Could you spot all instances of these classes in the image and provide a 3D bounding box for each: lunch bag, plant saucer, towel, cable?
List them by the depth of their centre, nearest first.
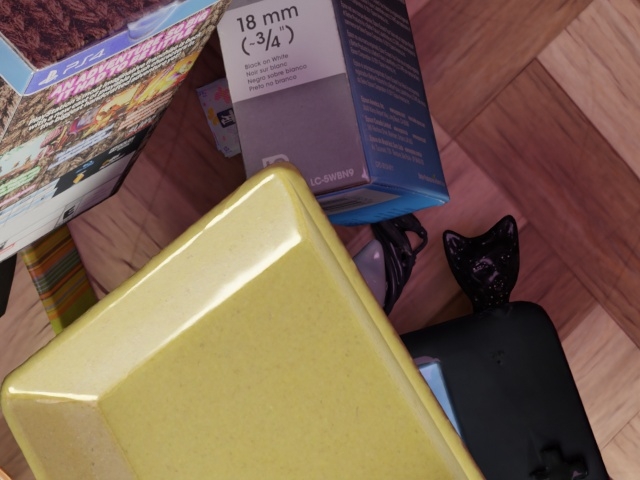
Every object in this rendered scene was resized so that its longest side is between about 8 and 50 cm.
[{"bbox_3d":[-0.046,0.164,1.139,0.332,0.081,0.333,-37,74,23],"label":"plant saucer"},{"bbox_3d":[-0.212,0.083,1.322,0.021,0.102,0.237,-18,101,13],"label":"towel"},{"bbox_3d":[-0.062,-0.119,1.360,0.083,0.053,0.071,-20,99,-2],"label":"lunch bag"},{"bbox_3d":[0.000,0.000,1.395,0.184,0.047,0.150,38,91,-19],"label":"cable"}]

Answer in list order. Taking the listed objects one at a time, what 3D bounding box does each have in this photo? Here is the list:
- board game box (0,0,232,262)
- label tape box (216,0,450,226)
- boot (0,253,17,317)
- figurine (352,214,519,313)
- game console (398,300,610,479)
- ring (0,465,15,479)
[{"bbox_3d":[-0.223,-0.122,1.131,0.141,0.291,0.232,46,44,8],"label":"board game box"},{"bbox_3d":[-0.001,-0.188,1.256,0.105,0.240,0.334,-13,83,18],"label":"label tape box"},{"bbox_3d":[-0.356,0.115,1.306,0.115,0.112,0.305,18,97,16],"label":"boot"},{"bbox_3d":[0.092,0.092,1.382,0.214,0.092,0.210,-9,105,-16],"label":"figurine"},{"bbox_3d":[0.057,0.255,1.239,0.386,0.060,0.342,-16,79,-8],"label":"game console"},{"bbox_3d":[-0.375,0.264,1.263,0.336,0.032,0.337,3,120,6],"label":"ring"}]
